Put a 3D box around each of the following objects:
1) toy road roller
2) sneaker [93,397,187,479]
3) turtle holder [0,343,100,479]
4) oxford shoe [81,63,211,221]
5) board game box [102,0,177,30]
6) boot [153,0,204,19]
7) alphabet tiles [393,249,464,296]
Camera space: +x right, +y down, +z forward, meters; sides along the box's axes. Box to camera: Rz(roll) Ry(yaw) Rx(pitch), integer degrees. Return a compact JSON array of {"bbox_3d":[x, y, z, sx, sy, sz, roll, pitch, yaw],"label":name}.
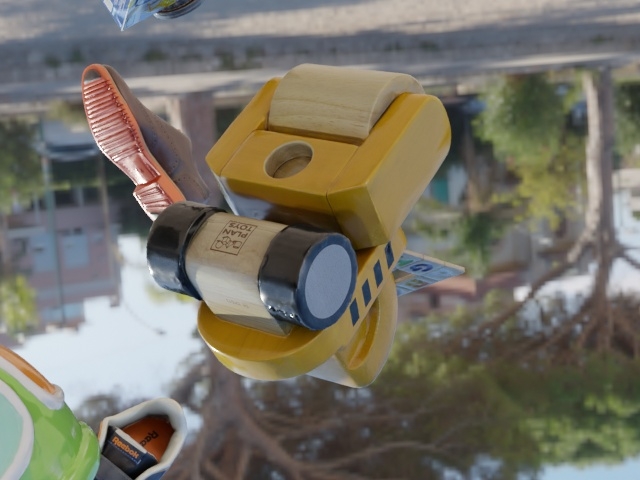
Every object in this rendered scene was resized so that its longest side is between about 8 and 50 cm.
[{"bbox_3d":[0.000,0.000,1.310,0.202,0.240,0.329,12,-124,35],"label":"toy road roller"},{"bbox_3d":[-0.302,0.335,1.746,0.321,0.126,0.127,-51,174,-34],"label":"sneaker"},{"bbox_3d":[-0.335,0.201,0.957,0.320,0.227,0.243,-35,-162,-2],"label":"turtle holder"},{"bbox_3d":[-0.256,-0.148,1.869,0.097,0.271,0.098,-7,-152,46],"label":"oxford shoe"},{"bbox_3d":[-0.098,-0.245,1.001,0.136,0.035,0.201,-33,178,-19],"label":"board game box"},{"bbox_3d":[-0.202,-0.428,1.543,0.091,0.263,0.229,-5,149,19],"label":"boot"},{"bbox_3d":[0.020,0.052,1.519,0.237,0.009,0.198,-24,153,38],"label":"alphabet tiles"}]
